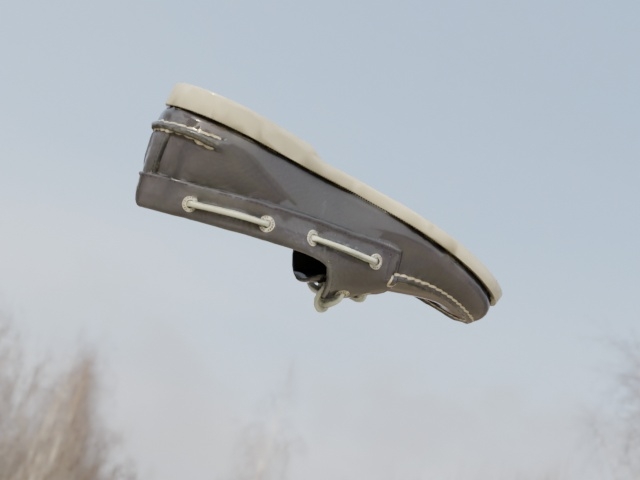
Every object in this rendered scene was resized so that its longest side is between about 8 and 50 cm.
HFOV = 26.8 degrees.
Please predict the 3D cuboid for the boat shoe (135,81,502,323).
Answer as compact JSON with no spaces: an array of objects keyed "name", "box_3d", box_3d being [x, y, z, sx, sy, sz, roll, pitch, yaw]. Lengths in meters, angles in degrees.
[{"name":"boat shoe","box_3d":[0.000,0.000,0.652,0.206,0.065,0.075,31,-9,-28]}]
